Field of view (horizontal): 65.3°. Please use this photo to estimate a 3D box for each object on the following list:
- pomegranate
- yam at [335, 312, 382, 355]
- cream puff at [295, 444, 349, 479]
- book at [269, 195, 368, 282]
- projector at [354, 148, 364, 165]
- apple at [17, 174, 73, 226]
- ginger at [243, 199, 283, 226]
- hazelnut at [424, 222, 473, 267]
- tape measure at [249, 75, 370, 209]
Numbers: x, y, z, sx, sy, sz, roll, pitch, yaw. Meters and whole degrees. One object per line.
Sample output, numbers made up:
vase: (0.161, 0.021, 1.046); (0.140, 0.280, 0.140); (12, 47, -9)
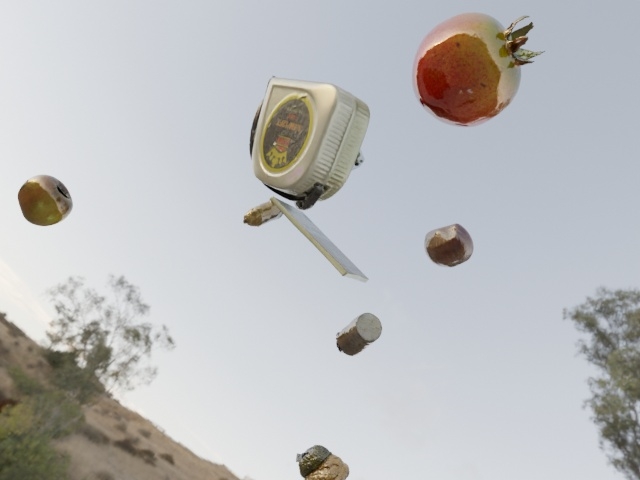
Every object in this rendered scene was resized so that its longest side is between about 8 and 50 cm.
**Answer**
pomegranate: (0.306, -0.348, 0.999); (0.256, 0.221, 0.221); (-25, -67, 38)
yam: (0.096, 0.230, 1.222); (0.084, 0.084, 0.127); (39, -35, -1)
cream puff: (-0.011, 0.811, 1.771); (0.169, 0.183, 0.183); (48, -33, 9)
book: (0.000, 0.000, 1.420); (0.310, 0.021, 0.217); (45, 7, 21)
projector: (0.009, -0.233, 1.625); (0.269, 0.193, 0.088); (-21, -92, 11)
apple: (-0.622, -0.089, 1.125); (0.114, 0.102, 0.099); (61, -2, -17)
ginger: (-0.190, -0.098, 1.763); (0.095, 0.190, 0.069); (-32, -94, 46)
hazelnut: (0.403, 0.020, 1.575); (0.154, 0.143, 0.143); (-18, -62, 32)
tape measure: (-0.042, -0.189, 0.980); (0.133, 0.231, 0.271); (15, 9, -43)
